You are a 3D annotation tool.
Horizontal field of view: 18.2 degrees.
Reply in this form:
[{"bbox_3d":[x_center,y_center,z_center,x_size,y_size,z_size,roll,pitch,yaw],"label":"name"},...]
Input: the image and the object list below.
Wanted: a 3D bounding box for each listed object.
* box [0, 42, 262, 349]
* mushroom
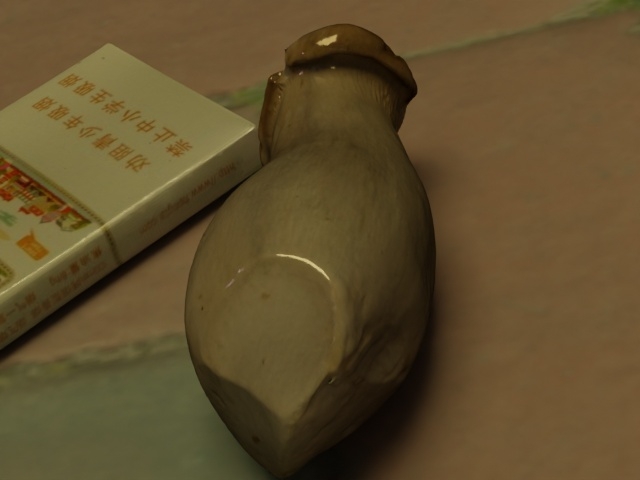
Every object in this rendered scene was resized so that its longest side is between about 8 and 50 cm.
[{"bbox_3d":[-0.143,-0.005,0.873,0.220,0.032,0.122,-35,43,-23],"label":"box"},{"bbox_3d":[-0.002,0.000,0.766,0.088,0.097,0.212,-13,38,21],"label":"mushroom"}]
